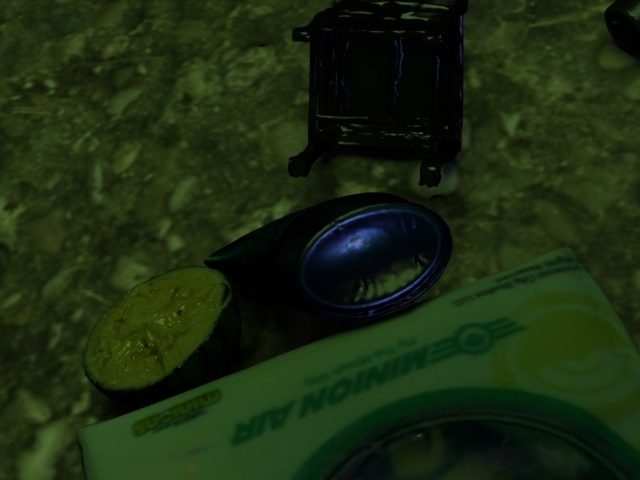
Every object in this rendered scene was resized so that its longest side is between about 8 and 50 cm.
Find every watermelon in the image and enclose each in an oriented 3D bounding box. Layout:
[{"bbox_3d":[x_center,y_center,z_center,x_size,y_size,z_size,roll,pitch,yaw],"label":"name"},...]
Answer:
[{"bbox_3d":[-0.091,0.066,0.846,0.105,0.062,0.105,-20,38,16],"label":"watermelon"}]

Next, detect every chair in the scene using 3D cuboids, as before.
[{"bbox_3d":[0.057,-0.128,0.986,0.106,0.113,0.229,6,21,14],"label":"chair"}]

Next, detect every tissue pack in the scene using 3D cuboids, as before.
[{"bbox_3d":[0.071,0.215,0.621,0.287,0.162,0.388,-21,48,-5],"label":"tissue pack"}]

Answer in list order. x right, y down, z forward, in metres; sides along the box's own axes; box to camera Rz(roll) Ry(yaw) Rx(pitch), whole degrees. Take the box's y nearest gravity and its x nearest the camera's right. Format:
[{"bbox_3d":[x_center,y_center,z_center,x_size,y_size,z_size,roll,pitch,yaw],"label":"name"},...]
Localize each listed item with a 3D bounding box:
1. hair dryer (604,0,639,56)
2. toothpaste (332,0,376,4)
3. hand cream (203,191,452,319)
[{"bbox_3d":[0.263,-0.258,1.096,0.235,0.091,0.271,-38,40,-10],"label":"hair dryer"},{"bbox_3d":[0.106,-0.245,1.115,0.218,0.041,0.064,-37,45,-18],"label":"toothpaste"},{"bbox_3d":[0.000,0.000,0.810,0.120,0.061,0.270,-22,9,-9],"label":"hand cream"}]
